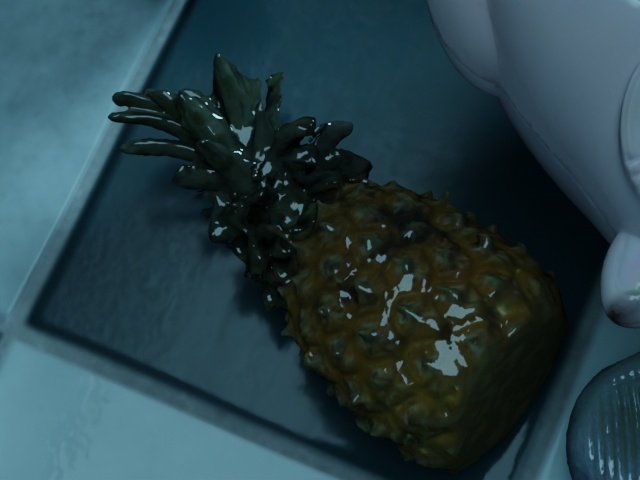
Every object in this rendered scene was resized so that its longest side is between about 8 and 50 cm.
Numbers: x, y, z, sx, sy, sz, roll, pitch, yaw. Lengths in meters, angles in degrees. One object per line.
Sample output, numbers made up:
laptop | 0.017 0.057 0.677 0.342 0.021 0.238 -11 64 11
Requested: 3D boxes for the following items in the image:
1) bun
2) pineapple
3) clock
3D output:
bun | 0.229 0.139 1.171 0.141 0.083 0.141 -5 67 12
pineapple | 0.000 0.000 1.205 0.340 0.169 0.169 38 78 21
clock | 0.251 -0.132 1.056 0.368 0.250 0.377 -11 63 2
